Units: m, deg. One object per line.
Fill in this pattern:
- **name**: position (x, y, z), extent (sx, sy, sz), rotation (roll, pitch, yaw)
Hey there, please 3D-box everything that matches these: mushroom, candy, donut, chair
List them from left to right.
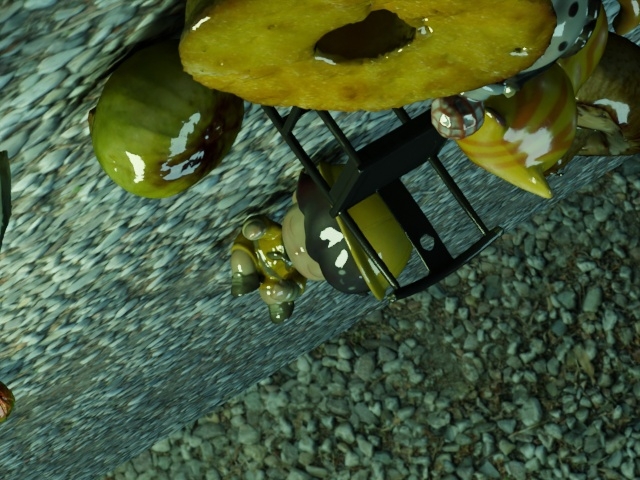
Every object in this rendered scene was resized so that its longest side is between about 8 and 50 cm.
- **candy**: position (-0.405, 0.174, 2.265), extent (0.060, 0.060, 0.201), rotation (-33, 163, -13)
- **donut**: position (0.034, -0.198, 1.512), extent (0.303, 0.110, 0.303), rotation (-4, 164, -1)
- **chair**: position (0.072, -0.088, 1.963), extent (0.154, 0.260, 0.141), rotation (-31, 169, -20)
- **mushroom**: position (0.322, -0.186, 2.485), extent (0.263, 0.195, 0.283), rotation (4, -166, 40)

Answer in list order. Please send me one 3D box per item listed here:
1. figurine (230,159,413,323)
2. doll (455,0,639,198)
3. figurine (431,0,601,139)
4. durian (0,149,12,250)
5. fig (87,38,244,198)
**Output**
- **figurine**: position (0.002, -0.003, 2.425), extent (0.257, 0.192, 0.167), rotation (-14, -149, 35)
- **doll**: position (0.221, -0.185, 2.047), extent (0.162, 0.167, 0.269), rotation (-12, -136, 49)
- **figurine**: position (0.126, -0.225, 1.820), extent (0.370, 0.167, 0.281), rotation (-17, 136, -35)
- **durian**: position (-0.381, 0.049, 1.475), extent (0.196, 0.185, 0.305), rotation (-3, 127, -57)
- **fig**: position (-0.132, -0.105, 1.633), extent (0.153, 0.120, 0.136), rotation (-42, 163, 19)
